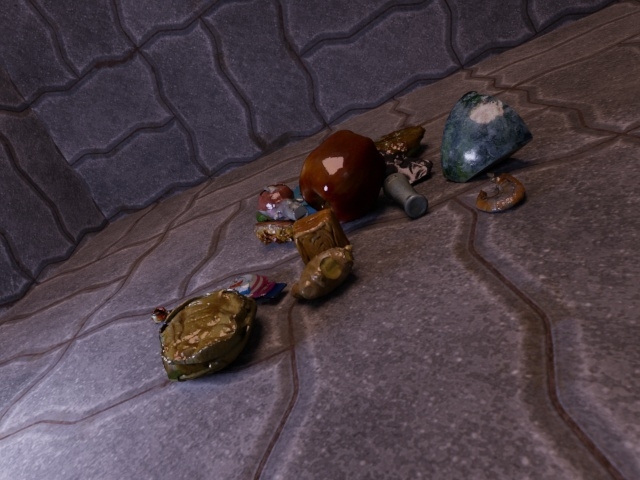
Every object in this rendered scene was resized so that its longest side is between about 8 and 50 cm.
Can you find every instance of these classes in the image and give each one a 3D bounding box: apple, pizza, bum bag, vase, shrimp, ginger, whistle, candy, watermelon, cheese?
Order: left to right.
[{"bbox_3d":[-0.484,0.234,1.525,0.184,0.049,0.055,-15,54,4],"label":"candy"},{"bbox_3d":[-0.206,0.149,1.375,0.244,0.062,0.155,-3,29,42],"label":"cheese"},{"bbox_3d":[-0.140,-0.031,1.670,0.305,0.086,0.161,-1,11,43],"label":"pizza"},{"bbox_3d":[-0.140,-0.134,1.671,0.142,0.134,0.346,-10,18,-23],"label":"whistle"},{"bbox_3d":[0.017,0.084,1.229,0.216,0.102,0.157,-40,-1,-19],"label":"ginger"},{"bbox_3d":[0.076,-0.217,1.574,0.288,0.288,0.317,3,53,50],"label":"apple"},{"bbox_3d":[0.284,-0.278,1.726,0.310,0.074,0.137,25,71,46],"label":"bum bag"},{"bbox_3d":[0.278,-0.145,1.472,0.096,0.096,0.219,-25,25,2],"label":"vase"},{"bbox_3d":[0.555,-0.335,1.469,0.289,0.213,0.320,6,83,46],"label":"watermelon"},{"bbox_3d":[0.495,-0.139,1.269,0.132,0.052,0.187,-19,26,17],"label":"shrimp"}]

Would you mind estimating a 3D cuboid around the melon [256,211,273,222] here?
[{"bbox_3d":[-0.211,-0.092,1.870,0.114,0.053,0.262,6,9,2],"label":"melon"}]

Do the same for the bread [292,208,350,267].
[{"bbox_3d":[0.000,0.000,1.363,0.149,0.158,0.143,-27,23,8],"label":"bread"}]

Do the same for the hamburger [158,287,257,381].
[{"bbox_3d":[-0.287,0.242,1.170,0.265,0.134,0.285,-13,30,12],"label":"hamburger"}]

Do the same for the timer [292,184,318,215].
[{"bbox_3d":[-0.014,-0.188,1.826,0.232,0.091,0.250,-44,31,-21],"label":"timer"}]

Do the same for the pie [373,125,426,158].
[{"bbox_3d":[0.297,-0.392,1.973,0.354,0.103,0.288,-29,23,-2],"label":"pie"}]
